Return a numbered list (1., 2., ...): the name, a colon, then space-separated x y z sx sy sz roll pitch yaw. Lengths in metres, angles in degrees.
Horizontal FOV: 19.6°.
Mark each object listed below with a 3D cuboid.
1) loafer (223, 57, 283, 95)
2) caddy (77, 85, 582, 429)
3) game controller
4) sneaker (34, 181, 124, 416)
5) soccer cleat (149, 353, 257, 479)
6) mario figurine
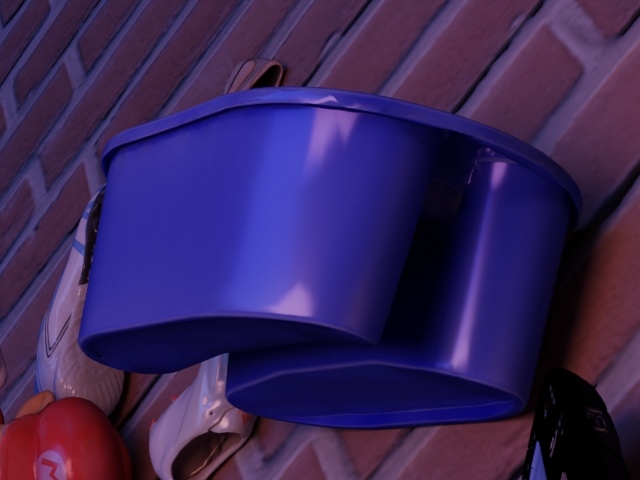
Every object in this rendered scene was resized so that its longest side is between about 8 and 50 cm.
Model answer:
1. loafer: -0.066 -0.097 1.523 0.039 0.045 0.125 -4 60 50
2. caddy: 0.000 0.000 1.132 0.341 0.241 0.179 -12 60 54
3. game controller: 0.107 0.160 0.846 0.319 0.067 0.166 -61 -28 -83
4. sneaker: -0.193 0.050 1.559 0.086 0.085 0.237 -19 49 45
5. soccer cleat: -0.061 0.099 1.332 0.196 0.068 0.076 -60 33 19
6. mario figurine: -0.291 0.188 1.449 0.320 0.198 0.170 -10 41 43
